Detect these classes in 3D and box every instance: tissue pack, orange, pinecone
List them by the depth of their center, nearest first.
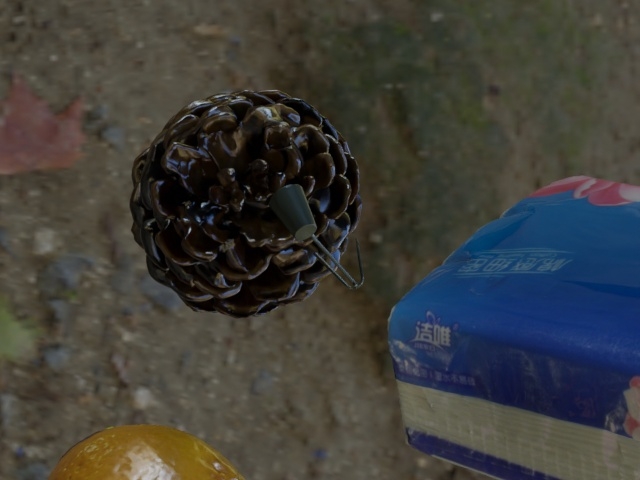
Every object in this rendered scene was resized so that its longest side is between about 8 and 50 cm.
[{"bbox_3d":[0.198,0.061,1.025,0.209,0.269,0.137,-36,124,-32],"label":"tissue pack"},{"bbox_3d":[-0.141,0.261,1.494,0.193,0.219,0.219,-26,110,-5],"label":"orange"},{"bbox_3d":[-0.068,-0.037,1.634,0.224,0.272,0.224,0,88,-13],"label":"pinecone"}]

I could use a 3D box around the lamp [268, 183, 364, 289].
[{"bbox_3d":[0.000,0.000,1.476,0.041,0.054,0.121,-34,148,8],"label":"lamp"}]
